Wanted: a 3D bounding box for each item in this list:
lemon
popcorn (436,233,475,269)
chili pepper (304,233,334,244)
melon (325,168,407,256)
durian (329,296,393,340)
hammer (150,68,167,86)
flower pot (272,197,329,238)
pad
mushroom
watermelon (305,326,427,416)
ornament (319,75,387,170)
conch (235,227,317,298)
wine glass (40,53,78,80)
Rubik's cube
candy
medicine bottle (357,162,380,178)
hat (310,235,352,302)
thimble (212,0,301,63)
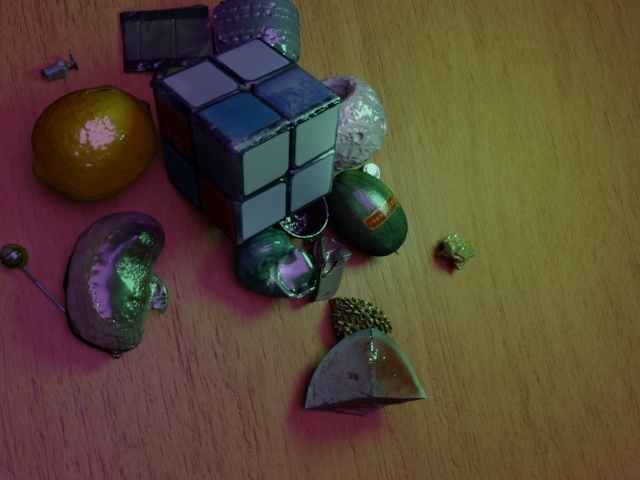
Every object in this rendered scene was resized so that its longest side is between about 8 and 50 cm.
[{"bbox_3d":[-0.501,-0.222,1.489,0.310,0.253,0.253,-40,97,-27],"label":"lemon"},{"bbox_3d":[0.404,0.031,1.950,0.109,0.089,0.097,-2,44,-34],"label":"popcorn"},{"bbox_3d":[0.000,-0.002,1.797,0.091,0.030,0.034,5,96,-23],"label":"chili pepper"},{"bbox_3d":[0.132,-0.066,1.785,0.287,0.182,0.182,50,63,-23],"label":"melon"},{"bbox_3d":[0.108,0.230,1.743,0.187,0.119,0.108,35,62,-16],"label":"durian"},{"bbox_3d":[-0.305,-0.369,1.742,0.292,0.029,0.058,25,71,-20],"label":"hammer"},{"bbox_3d":[-0.071,-0.070,1.736,0.158,0.107,0.157,7,74,-27],"label":"flower pot"},{"bbox_3d":[-0.394,-0.519,1.691,0.233,0.022,0.174,-7,79,-3],"label":"pad"},{"bbox_3d":[-0.457,0.085,1.508,0.248,0.130,0.344,23,70,-14],"label":"mushroom"},{"bbox_3d":[0.126,0.363,1.693,0.260,0.176,0.255,24,100,-42],"label":"watermelon"},{"bbox_3d":[0.049,-0.307,1.770,0.259,0.260,0.225,-49,138,-26],"label":"ornament"},{"bbox_3d":[-0.122,0.049,1.662,0.196,0.134,0.202,-14,99,-31],"label":"conch"},{"bbox_3d":[-0.632,-0.417,1.590,0.083,0.039,0.042,-32,134,-25],"label":"wine glass"},{"bbox_3d":[-0.168,-0.236,1.553,0.316,0.313,0.318,-31,58,-27],"label":"Rubik's cube"},{"bbox_3d":[-0.635,0.090,1.471,0.061,0.061,0.202,-45,107,-26],"label":"candy"},{"bbox_3d":[0.125,-0.182,1.861,0.057,0.089,0.057,6,75,-24],"label":"medicine bottle"},{"bbox_3d":[-0.002,0.078,1.743,0.147,0.085,0.175,2,110,-60],"label":"hat"},{"bbox_3d":[-0.170,-0.536,1.739,0.237,0.205,0.172,3,77,-16],"label":"thimble"}]
